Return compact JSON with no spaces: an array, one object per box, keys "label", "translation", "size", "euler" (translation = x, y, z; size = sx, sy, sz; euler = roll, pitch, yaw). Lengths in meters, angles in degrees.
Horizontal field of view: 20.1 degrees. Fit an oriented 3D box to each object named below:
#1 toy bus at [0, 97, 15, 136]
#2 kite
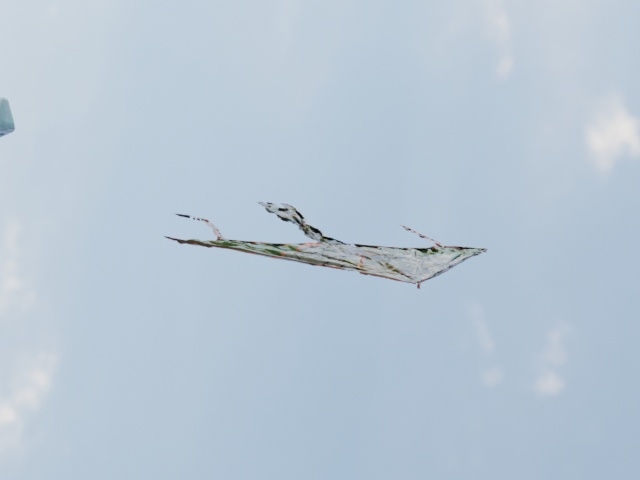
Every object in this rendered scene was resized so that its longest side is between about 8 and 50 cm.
[{"label":"toy bus","translation":[-0.318,-0.106,0.956],"size":[0.152,0.312,0.190],"euler":[-15,-90,26]},{"label":"kite","translation":[0.000,0.000,1.009],"size":[0.244,0.198,0.006],"euler":[-152,-113,-66]}]
